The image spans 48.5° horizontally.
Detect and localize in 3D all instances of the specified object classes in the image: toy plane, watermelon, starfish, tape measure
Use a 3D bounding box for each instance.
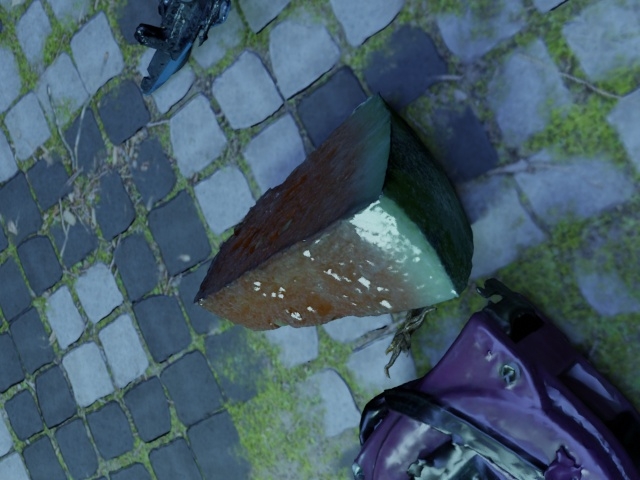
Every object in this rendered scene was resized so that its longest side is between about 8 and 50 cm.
[{"bbox_3d":[-0.143,-0.243,0.743,0.246,0.078,0.169,-40,48,33],"label":"toy plane"},{"bbox_3d":[0.000,0.000,0.649,0.257,0.193,0.139,-29,112,28],"label":"watermelon"},{"bbox_3d":[0.079,0.086,0.666,0.016,0.086,0.092,24,74,-8],"label":"starfish"},{"bbox_3d":[0.144,0.191,0.574,0.245,0.149,0.231,44,116,21],"label":"tape measure"}]
